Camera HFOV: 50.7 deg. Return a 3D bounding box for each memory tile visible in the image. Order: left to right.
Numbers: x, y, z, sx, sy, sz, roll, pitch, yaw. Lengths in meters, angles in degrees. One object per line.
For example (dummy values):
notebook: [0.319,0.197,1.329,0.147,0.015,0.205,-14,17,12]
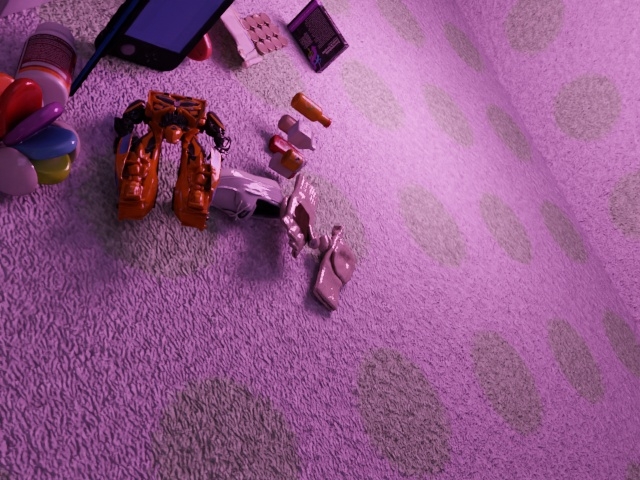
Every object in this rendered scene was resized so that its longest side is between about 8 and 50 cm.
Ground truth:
memory tile: [-0.148,-0.530,1.728,0.113,0.012,0.148,51,36,-3]

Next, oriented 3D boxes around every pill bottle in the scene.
pill bottle: [-0.453,-0.291,1.122,0.086,0.086,0.152,25,45,-34]

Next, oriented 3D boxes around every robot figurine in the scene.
robot figurine: [-0.259,-0.153,1.175,0.211,0.085,0.291,7,52,-14]

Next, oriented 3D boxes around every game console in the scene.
game console: [-0.283,-0.371,1.203,0.250,0.293,0.173,8,56,-45]

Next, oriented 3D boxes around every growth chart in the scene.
growth chart: [-0.209,-0.512,1.585,0.237,0.021,0.172,58,17,-7]

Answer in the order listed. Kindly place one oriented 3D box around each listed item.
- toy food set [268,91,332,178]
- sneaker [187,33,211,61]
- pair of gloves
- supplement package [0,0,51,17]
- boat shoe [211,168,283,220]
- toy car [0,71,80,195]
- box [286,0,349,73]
toy food set: [-0.041,-0.210,1.494,0.104,0.111,0.232,31,38,-27]
sneaker: [-0.277,-0.494,1.492,0.128,0.087,0.221,-23,80,-52]
pair of gloves: [0.000,0.000,1.383,0.240,0.042,0.204,58,31,-23]
supplement package: [-0.499,-0.559,1.142,0.198,0.262,0.199,47,36,-9]
boat shoe: [-0.148,-0.080,1.294,0.227,0.079,0.081,4,53,-50]
toy car: [-0.436,-0.168,0.996,0.182,0.136,0.159,46,36,-10]
box: [-0.008,-0.549,1.813,0.029,0.116,0.162,-21,78,-54]
